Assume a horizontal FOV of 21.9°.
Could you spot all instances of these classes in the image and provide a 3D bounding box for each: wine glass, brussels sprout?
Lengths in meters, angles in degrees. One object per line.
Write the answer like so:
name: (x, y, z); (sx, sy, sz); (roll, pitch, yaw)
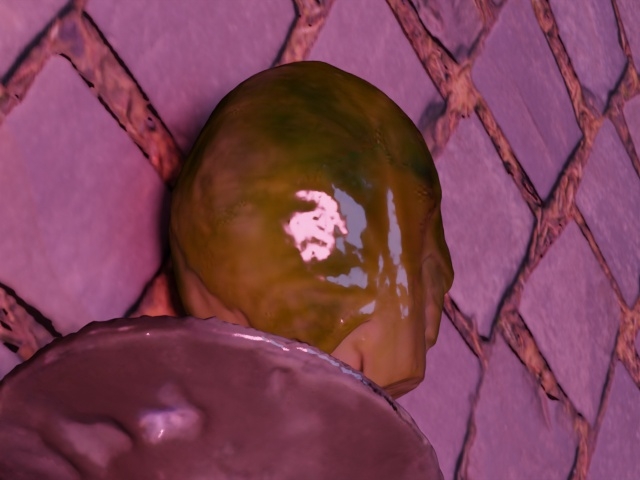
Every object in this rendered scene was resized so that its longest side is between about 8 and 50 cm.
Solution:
wine glass: (-0.054, 0.240, 0.555); (0.267, 0.267, 0.406); (50, 26, -34)
brussels sprout: (-0.005, 0.001, 0.852); (0.161, 0.143, 0.181); (87, -8, -67)
